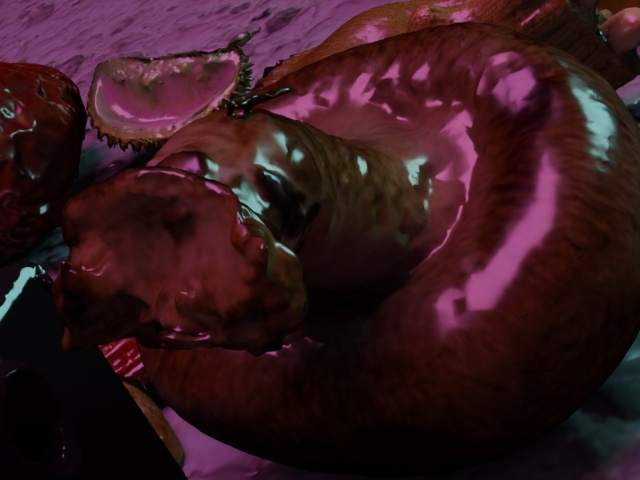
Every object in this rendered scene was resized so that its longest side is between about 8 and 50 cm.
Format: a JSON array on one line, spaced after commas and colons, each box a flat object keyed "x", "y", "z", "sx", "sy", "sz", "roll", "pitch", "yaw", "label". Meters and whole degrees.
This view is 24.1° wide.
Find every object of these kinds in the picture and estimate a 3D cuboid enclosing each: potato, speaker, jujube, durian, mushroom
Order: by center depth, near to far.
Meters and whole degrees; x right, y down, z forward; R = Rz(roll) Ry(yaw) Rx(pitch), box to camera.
[{"x": -0.213, "y": 0.177, "z": 0.879, "sx": 0.232, "sy": 0.254, "sz": 0.184, "roll": -18, "pitch": 28, "yaw": 27, "label": "speaker"}, {"x": 0.006, "y": -0.013, "z": 0.908, "sx": 0.331, "sy": 0.356, "sz": 0.334, "roll": -18, "pitch": 46, "yaw": 49, "label": "mushroom"}, {"x": -0.149, "y": 0.148, "z": 1.092, "sx": 0.096, "sy": 0.066, "sz": 0.103, "roll": -42, "pitch": 29, "yaw": -15, "label": "potato"}, {"x": -0.150, "y": -0.149, "z": 1.626, "sx": 0.221, "sy": 0.095, "sz": 0.137, "roll": -9, "pitch": 68, "yaw": 35, "label": "durian"}, {"x": -0.347, "y": -0.100, "z": 1.636, "sx": 0.216, "sy": 0.216, "sz": 0.342, "roll": -25, "pitch": 11, "yaw": 12, "label": "jujube"}]

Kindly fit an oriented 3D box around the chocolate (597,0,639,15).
[{"x": 0.301, "y": -0.337, "z": 1.428, "sx": 0.162, "sy": 0.162, "sz": 0.445, "roll": -19, "pitch": 22, "yaw": 24, "label": "chocolate"}]

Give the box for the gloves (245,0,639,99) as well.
[{"x": 0.104, "y": -0.127, "z": 1.219, "sx": 0.356, "sy": 0.155, "sz": 0.203, "roll": -19, "pitch": 17, "yaw": 36, "label": "gloves"}]

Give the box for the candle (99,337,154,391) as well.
[{"x": -0.176, "y": 0.127, "z": 1.170, "sx": 0.301, "sy": 0.059, "sz": 0.084, "roll": -39, "pitch": 17, "yaw": -17, "label": "candle"}]
